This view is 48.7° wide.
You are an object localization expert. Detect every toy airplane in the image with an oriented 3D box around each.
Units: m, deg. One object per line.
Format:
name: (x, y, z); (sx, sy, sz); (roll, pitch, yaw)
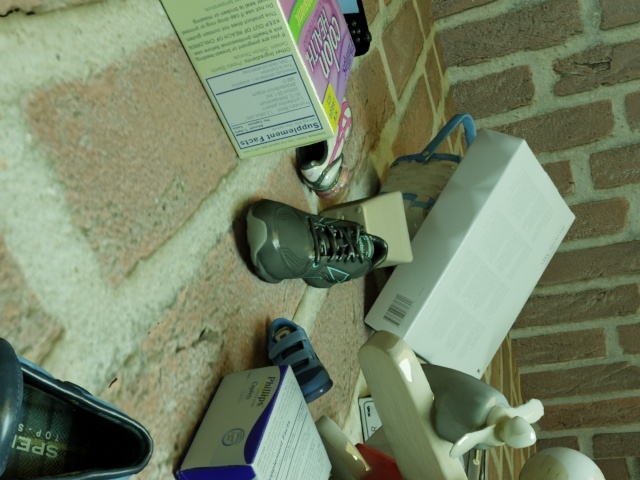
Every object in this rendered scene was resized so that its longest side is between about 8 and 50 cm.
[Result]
toy airplane: (0.154, 0.290, 0.719); (0.384, 0.272, 0.386); (59, -8, 19)

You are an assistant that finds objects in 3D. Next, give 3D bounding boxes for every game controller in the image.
game controller: (0.014, -0.467, 1.193); (0.166, 0.067, 0.319); (-46, 122, -67)

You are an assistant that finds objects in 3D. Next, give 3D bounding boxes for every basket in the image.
basket: (0.235, -0.074, 1.354); (0.289, 0.201, 0.255); (-39, 122, -33)

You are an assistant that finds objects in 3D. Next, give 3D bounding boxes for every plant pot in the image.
plant pot: (0.058, -0.010, 1.029); (0.096, 0.109, 0.109); (-5, 85, -58)

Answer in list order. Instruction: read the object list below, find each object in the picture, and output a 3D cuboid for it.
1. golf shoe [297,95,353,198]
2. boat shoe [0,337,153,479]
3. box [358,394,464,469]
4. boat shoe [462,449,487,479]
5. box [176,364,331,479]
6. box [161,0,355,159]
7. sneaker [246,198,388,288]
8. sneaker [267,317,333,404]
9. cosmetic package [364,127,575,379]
golf shoe: (0.004, -0.157, 0.997); (0.086, 0.067, 0.186); (47, 37, -54)
boat shoe: (-0.175, 0.072, 0.338); (0.258, 0.089, 0.109); (38, 45, -62)
box: (0.154, 0.318, 1.138); (0.290, 0.087, 0.169); (20, 61, -68)
boat shoe: (0.301, 0.537, 1.420); (0.116, 0.096, 0.324); (53, 32, -50)
box: (-0.053, 0.206, 0.638); (0.126, 0.072, 0.137); (-68, 143, -59)
box: (-0.063, -0.256, 0.788); (0.214, 0.117, 0.243); (-77, 150, -49)
sneaker: (0.000, 0.000, 0.850); (0.267, 0.106, 0.101); (15, 67, -67)
sneaker: (-0.028, 0.125, 0.737); (0.059, 0.053, 0.144); (67, -8, -16)
cosmetic package: (0.269, 0.043, 1.218); (0.284, 0.097, 0.377); (37, 83, -45)
